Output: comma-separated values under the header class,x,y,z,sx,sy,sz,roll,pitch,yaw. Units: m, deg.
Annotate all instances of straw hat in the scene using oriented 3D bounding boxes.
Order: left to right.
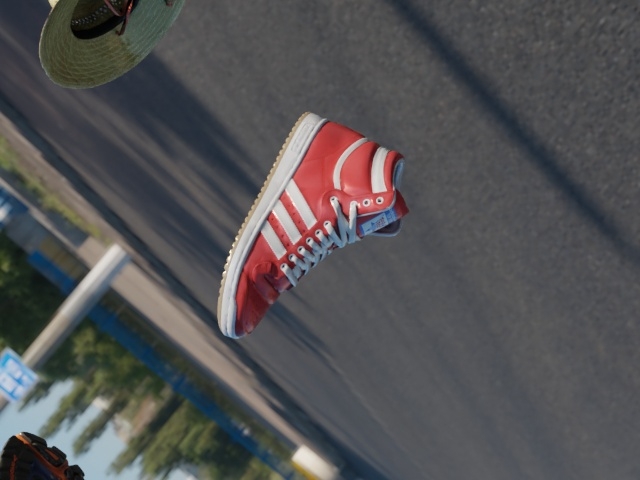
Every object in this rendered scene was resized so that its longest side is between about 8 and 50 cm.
class,x,y,z,sx,sy,sz,roll,pitch,yaw
straw hat,-0.177,-0.195,0.871,0.061,0.144,0.144,46,172,19

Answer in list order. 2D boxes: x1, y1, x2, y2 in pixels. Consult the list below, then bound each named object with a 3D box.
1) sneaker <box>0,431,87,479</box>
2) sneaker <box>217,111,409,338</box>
class,x,y,z,sx,sy,sz,roll,pitch,yaw
sneaker,-0.195,0.211,0.650,0.083,0.087,0.221,34,-161,-12
sneaker,0.000,0.000,0.526,0.067,0.118,0.042,21,168,14
